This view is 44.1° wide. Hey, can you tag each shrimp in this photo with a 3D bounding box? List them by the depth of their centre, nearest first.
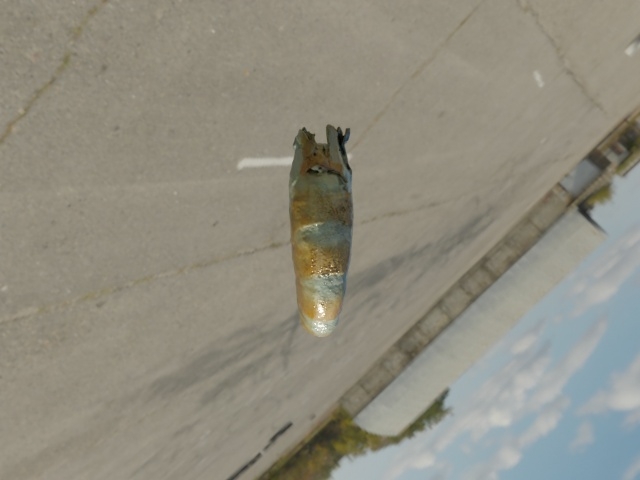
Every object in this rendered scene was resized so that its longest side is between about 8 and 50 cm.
[{"bbox_3d":[0.001,0.019,0.904,0.068,0.185,0.287,-2,151,-1],"label":"shrimp"}]
